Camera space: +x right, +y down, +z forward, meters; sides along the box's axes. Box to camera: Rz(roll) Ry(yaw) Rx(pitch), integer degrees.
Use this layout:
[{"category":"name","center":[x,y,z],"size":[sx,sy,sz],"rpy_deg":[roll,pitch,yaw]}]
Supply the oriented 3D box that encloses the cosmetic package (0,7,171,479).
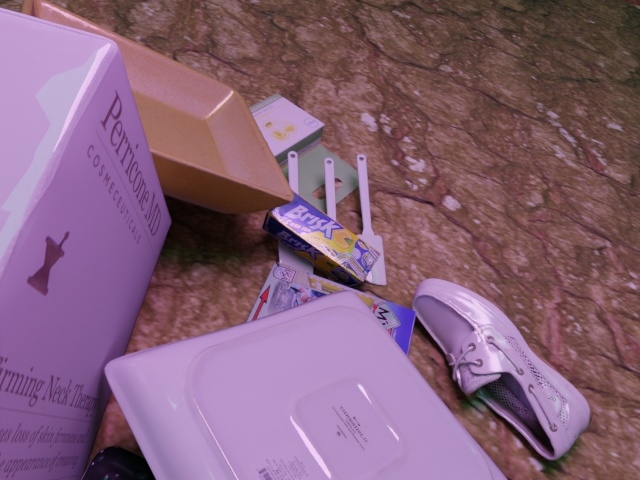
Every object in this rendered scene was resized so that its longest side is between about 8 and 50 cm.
[{"category":"cosmetic package","center":[-0.349,0.056,0.413],"size":[0.327,0.329,0.394],"rpy_deg":[14,68,-3]}]

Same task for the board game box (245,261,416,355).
[{"category":"board game box","center":[-0.013,0.185,0.654],"size":[0.213,0.046,0.317],"rpy_deg":[19,47,3]}]

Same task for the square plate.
[{"category":"square plate","center":[0.021,0.199,0.526],"size":[0.343,0.049,0.347],"rpy_deg":[-10,52,-45]}]

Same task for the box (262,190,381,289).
[{"category":"box","center":[0.000,0.000,0.783],"size":[0.168,0.054,0.059],"rpy_deg":[35,61,3]}]

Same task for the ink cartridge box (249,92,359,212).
[{"category":"ink cartridge box","center":[-0.048,-0.154,0.937],"size":[0.235,0.056,0.171],"rpy_deg":[36,50,19]}]

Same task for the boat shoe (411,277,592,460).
[{"category":"boat shoe","center":[0.218,0.163,0.699],"size":[0.277,0.098,0.096],"rpy_deg":[42,51,20]}]

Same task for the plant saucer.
[{"category":"plant saucer","center":[-0.229,-0.162,0.705],"size":[0.332,0.081,0.333],"rpy_deg":[17,30,-35]}]

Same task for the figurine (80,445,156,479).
[{"category":"figurine","center":[-0.128,0.286,0.435],"size":[0.209,0.093,0.215],"rpy_deg":[15,19,2]}]

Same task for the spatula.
[{"category":"spatula","center":[0.014,-0.044,0.849],"size":[0.168,0.019,0.242],"rpy_deg":[1,63,-9]}]
